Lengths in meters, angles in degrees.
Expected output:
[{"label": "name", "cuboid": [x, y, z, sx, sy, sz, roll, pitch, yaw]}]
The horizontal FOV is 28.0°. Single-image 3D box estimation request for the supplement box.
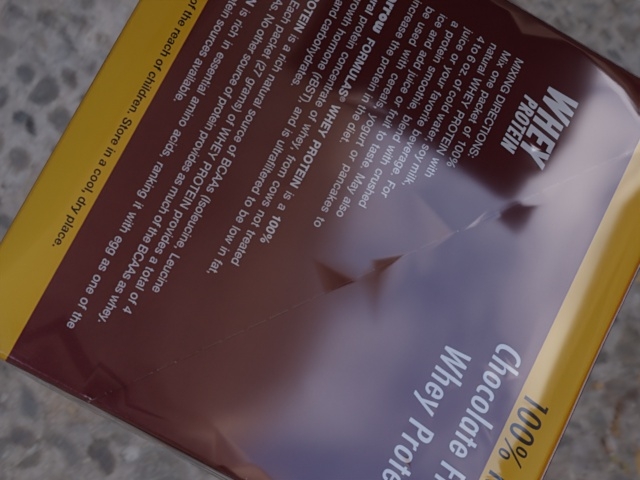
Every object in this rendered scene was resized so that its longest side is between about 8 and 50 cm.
[{"label": "supplement box", "cuboid": [0.000, 0.000, 0.484, 0.194, 0.129, 0.191, 28, 79, -7]}]
